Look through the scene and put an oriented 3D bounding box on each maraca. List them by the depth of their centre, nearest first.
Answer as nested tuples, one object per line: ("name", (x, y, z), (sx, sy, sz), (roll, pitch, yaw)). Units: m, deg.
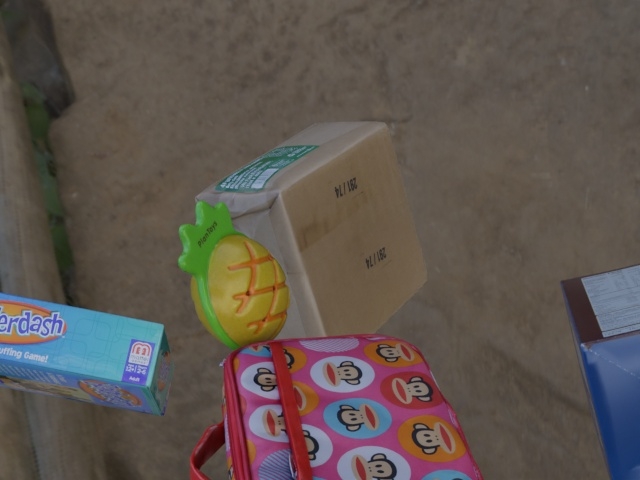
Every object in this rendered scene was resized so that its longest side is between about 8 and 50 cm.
("maraca", (-0.097, 0.043, 1.051), (0.099, 0.185, 0.127), (-11, 33, 29))

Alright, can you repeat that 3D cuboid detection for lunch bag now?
("lunch bag", (0.002, 0.208, 0.932), (0.258, 0.120, 0.293), (-1, 26, -10))

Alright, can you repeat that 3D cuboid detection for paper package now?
("paper package", (0.000, 0.000, 1.492), (0.168, 0.309, 0.325), (-2, 23, 37))

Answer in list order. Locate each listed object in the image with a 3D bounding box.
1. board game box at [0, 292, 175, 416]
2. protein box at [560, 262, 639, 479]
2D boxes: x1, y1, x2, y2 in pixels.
("board game box", (-0.216, 0.079, 0.698), (0.210, 0.160, 0.047), (12, 71, -3))
("protein box", (0.360, 0.150, 1.051), (0.136, 0.201, 0.199), (-14, 104, 12))
